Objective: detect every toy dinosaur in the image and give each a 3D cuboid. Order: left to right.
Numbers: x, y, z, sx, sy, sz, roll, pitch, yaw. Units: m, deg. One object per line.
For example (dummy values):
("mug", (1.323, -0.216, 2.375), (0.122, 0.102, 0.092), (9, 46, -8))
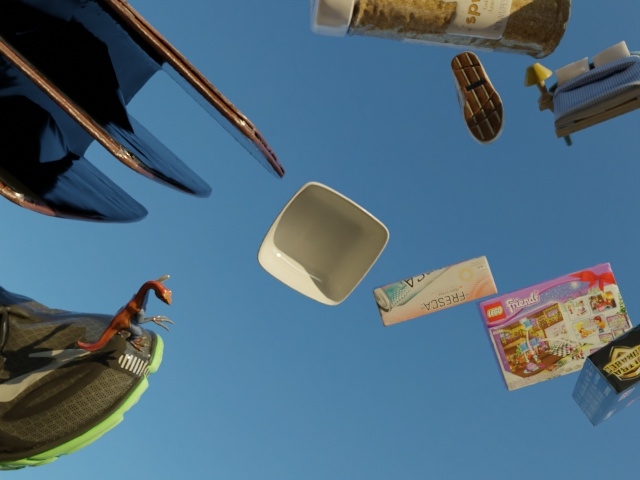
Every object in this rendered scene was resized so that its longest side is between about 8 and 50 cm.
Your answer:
("toy dinosaur", (-0.162, 0.067, 0.527), (0.047, 0.090, 0.082), (48, -38, 21))

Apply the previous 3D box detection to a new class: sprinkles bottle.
("sprinkles bottle", (0.166, -0.338, 0.853), (0.356, 0.121, 0.121), (4, -62, -8))

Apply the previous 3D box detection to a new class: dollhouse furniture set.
("dollhouse furniture set", (0.393, -0.258, 0.765), (0.304, 0.286, 0.198), (-19, -71, 31))

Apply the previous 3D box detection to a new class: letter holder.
("letter holder", (-0.156, -0.084, 0.525), (0.214, 0.302, 0.152), (42, -90, -2))

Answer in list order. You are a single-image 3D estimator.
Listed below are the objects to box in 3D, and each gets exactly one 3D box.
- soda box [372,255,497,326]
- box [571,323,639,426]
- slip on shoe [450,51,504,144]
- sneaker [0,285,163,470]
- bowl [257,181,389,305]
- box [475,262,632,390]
("soda box", (0.176, 0.078, 0.936), (0.183, 0.058, 0.062), (-18, -93, 4))
("box", (0.392, 0.137, 0.703), (0.175, 0.220, 0.051), (-32, -121, 1))
("slip on shoe", (0.200, -0.178, 0.765), (0.052, 0.041, 0.135), (-21, -115, 13))
("sneaker", (-0.404, 0.097, 0.614), (0.483, 0.185, 0.202), (7, -45, 7))
("bowl", (0.000, 0.000, 0.790), (0.142, 0.053, 0.142), (32, -76, -16))
("box", (0.514, 0.187, 1.304), (0.294, 0.057, 0.200), (-18, -95, 4))
